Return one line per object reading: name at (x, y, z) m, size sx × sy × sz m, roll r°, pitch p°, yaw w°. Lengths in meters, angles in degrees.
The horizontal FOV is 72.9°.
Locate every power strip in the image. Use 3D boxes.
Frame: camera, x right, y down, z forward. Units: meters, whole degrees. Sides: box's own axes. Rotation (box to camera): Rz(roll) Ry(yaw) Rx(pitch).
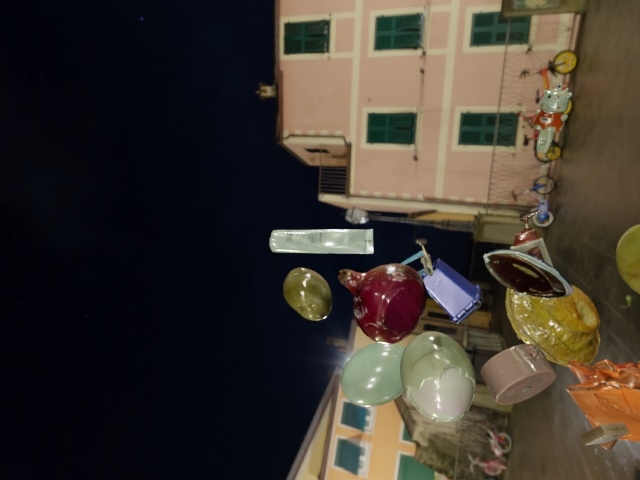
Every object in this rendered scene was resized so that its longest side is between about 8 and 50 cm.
power strip at (0.457, 0.308, 0.999) m, size 0.154 × 0.154 × 0.078 m, roll 74°, pitch 178°, yaw -47°

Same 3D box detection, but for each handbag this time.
handbag at (0.897, 0.427, 1.110) m, size 0.303 × 0.410 × 0.116 m, roll 46°, pitch -127°, yaw -27°

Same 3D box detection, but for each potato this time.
potato at (-0.048, 0.180, 1.515) m, size 0.251 × 0.159 × 0.174 m, roll -119°, pitch 10°, yaw -69°

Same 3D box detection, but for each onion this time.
onion at (0.140, 0.126, 1.004) m, size 0.195 × 0.218 × 0.140 m, roll -56°, pitch 11°, yaw -7°

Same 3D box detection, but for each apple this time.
apple at (1.139, 0.051, 1.412) m, size 0.254 × 0.291 × 0.292 m, roll 70°, pitch -149°, yaw -58°

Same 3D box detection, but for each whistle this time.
whistle at (0.862, -0.458, 1.628) m, size 0.102 × 0.105 × 0.253 m, roll -114°, pitch 24°, yaw -61°

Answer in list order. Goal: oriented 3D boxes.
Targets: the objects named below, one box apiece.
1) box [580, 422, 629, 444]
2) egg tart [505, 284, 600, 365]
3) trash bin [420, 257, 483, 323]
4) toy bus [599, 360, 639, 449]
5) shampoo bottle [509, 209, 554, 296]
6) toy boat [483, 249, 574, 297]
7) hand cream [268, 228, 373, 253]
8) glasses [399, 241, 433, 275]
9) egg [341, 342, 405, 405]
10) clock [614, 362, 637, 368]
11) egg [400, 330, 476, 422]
box at (0.590, 0.403, 0.902) m, size 0.083 × 0.053 × 0.024 m, roll 93°, pitch 172°, yaw -54°
egg tart at (0.987, 0.305, 1.796) m, size 0.178 × 0.443 × 0.443 m, roll 118°, pitch 177°, yaw -48°
trash bin at (0.514, 0.198, 1.726) m, size 0.162 × 0.234 × 0.184 m, roll -49°, pitch -6°, yaw 21°
toy bus at (1.280, 0.688, 1.816) m, size 0.092 × 0.093 × 0.409 m, roll 30°, pitch -88°, yaw -46°
shampoo bottle at (0.713, 0.046, 1.460) m, size 0.071 × 0.153 × 0.284 m, roll -21°, pitch -77°, yaw -69°
toy boat at (0.620, 0.099, 1.306) m, size 0.115 × 0.262 × 0.114 m, roll -2°, pitch -65°, yaw -45°
hand cream at (0.000, 0.000, 1.320) m, size 0.109 × 0.320 × 0.067 m, roll -84°, pitch -10°, yaw -49°
glasses at (0.332, 0.133, 1.599) m, size 0.220 × 0.088 × 0.190 m, roll -44°, pitch -27°, yaw -8°
egg at (0.268, 0.640, 2.077) m, size 0.276 × 0.389 × 0.276 m, roll 42°, pitch -157°, yaw -22°
clock at (1.008, 0.467, 1.410) m, size 0.061 × 0.113 × 0.155 m, roll 69°, pitch -157°, yaw -14°
egg at (0.451, 0.525, 1.657) m, size 0.336 × 0.278 × 0.279 m, roll -105°, pitch 6°, yaw -56°
